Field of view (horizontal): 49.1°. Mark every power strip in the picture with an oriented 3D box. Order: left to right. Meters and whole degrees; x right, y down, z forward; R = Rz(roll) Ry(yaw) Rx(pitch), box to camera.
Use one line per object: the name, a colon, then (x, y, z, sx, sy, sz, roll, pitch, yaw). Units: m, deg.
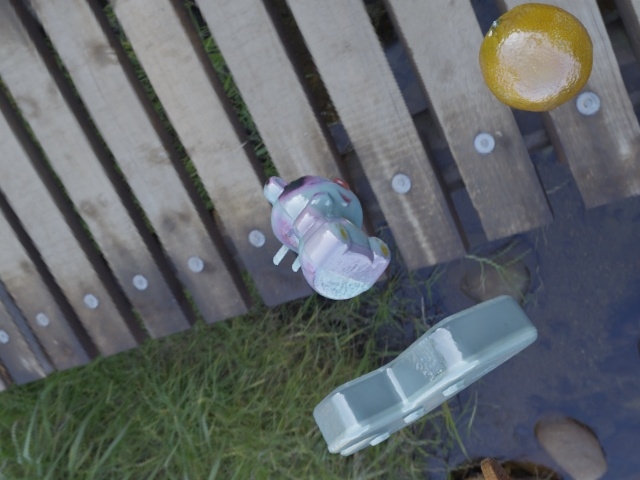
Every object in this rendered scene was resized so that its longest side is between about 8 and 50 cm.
power strip: (0.084, 0.159, 0.728, 0.059, 0.193, 0.265, 60, 141, 20)

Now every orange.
orange: (0.510, -0.439, 1.674, 0.264, 0.264, 0.264, 5, 115, 12)

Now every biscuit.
biscuit: (0.237, 0.322, 0.854, 0.019, 0.102, 0.130, -36, 103, 11)

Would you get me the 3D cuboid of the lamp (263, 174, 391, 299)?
lamp: (0.000, 0.000, 1.522, 0.247, 0.301, 0.247, 17, 119, -32)
